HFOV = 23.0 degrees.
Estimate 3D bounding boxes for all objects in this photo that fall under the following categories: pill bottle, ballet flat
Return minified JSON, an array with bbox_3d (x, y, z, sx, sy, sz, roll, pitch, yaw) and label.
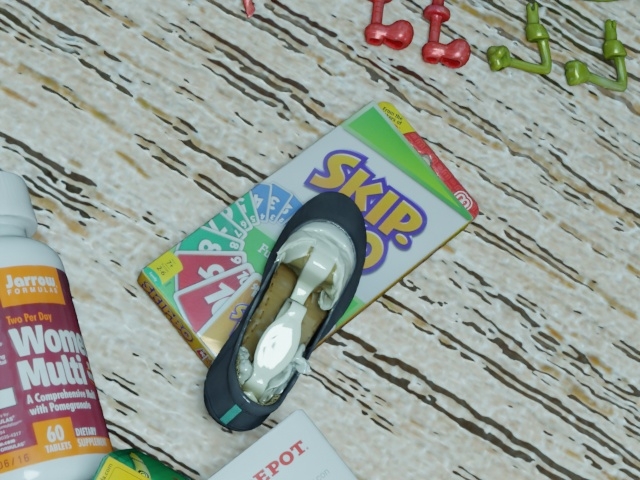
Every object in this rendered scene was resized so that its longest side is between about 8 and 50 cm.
[{"bbox_3d":[-0.221,0.072,1.061,0.121,0.121,0.221,-12,75,-18],"label":"pill bottle"},{"bbox_3d":[-0.015,0.045,1.118,0.074,0.074,0.203,31,67,-2],"label":"ballet flat"}]

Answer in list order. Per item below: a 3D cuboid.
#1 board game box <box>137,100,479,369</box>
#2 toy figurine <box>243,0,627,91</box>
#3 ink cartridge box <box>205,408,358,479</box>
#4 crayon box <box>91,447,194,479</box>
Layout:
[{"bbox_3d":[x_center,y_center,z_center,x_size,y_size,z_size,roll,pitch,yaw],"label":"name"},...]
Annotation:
[{"bbox_3d":[0.000,0.000,1.194,0.259,0.039,0.124,-37,84,-26],"label":"board game box"},{"bbox_3d":[0.129,-0.265,1.222,0.363,0.217,0.191,13,68,-9],"label":"toy figurine"},{"bbox_3d":[-0.016,0.241,1.072,0.148,0.086,0.203,-36,83,-22],"label":"ink cartridge box"},{"bbox_3d":[-0.117,0.289,0.970,0.165,0.081,0.278,27,87,7],"label":"crayon box"}]
